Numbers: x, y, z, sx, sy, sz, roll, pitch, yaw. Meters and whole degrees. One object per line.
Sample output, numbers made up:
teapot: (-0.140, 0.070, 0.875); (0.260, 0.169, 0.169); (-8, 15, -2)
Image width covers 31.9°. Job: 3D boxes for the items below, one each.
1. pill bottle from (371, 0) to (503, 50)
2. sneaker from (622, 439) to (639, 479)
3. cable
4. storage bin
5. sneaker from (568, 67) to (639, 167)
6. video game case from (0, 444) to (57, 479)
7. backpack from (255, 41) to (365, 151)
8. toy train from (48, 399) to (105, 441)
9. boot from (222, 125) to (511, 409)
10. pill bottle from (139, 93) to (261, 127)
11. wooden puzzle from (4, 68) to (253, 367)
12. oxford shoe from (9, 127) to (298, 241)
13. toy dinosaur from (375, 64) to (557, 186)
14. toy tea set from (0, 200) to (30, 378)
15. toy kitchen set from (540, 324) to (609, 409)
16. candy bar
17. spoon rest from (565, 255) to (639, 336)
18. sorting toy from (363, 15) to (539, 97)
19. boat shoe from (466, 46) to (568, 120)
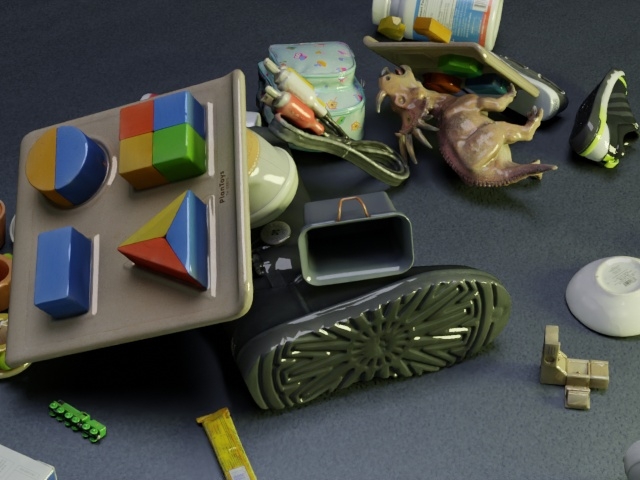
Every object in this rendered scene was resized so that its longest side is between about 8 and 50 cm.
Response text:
pill bottle: (0.210, -0.416, 2.013); (0.222, 0.124, 0.124); (12, 42, 12)
sneaker: (0.426, 0.322, 1.168); (0.152, 0.114, 0.305); (-25, 48, -30)
cable: (0.026, -0.158, 1.633); (0.287, 0.072, 0.139); (28, 30, -20)
storage bin: (0.036, -0.015, 1.358); (0.135, 0.098, 0.091); (-9, 31, -3)
sneaker: (0.469, -0.189, 1.813); (0.097, 0.084, 0.234); (33, 46, -1)
video game case: (-0.459, 0.307, 1.191); (0.244, 0.061, 0.269); (20, 44, 18)
backpack: (-0.010, -0.227, 1.772); (0.166, 0.144, 0.188); (-3, 43, -14)
toy train: (-0.291, 0.214, 1.341); (0.083, 0.017, 0.024); (26, 36, 26)
boot: (-0.002, 0.000, 1.522); (0.367, 0.146, 0.445); (-11, 38, -18)
pill bottle: (-0.186, -0.164, 1.714); (0.180, 0.108, 0.108); (5, 41, 5)
wooden puzzle: (-0.244, -0.035, 1.331); (0.348, 0.080, 0.322); (-15, 62, 22)
oxford shoe: (-0.245, -0.072, 1.484); (0.450, 0.130, 0.169); (-9, 54, 29)
toy dinosaur: (0.221, -0.149, 1.707); (0.200, 0.127, 0.295); (-20, 49, -24)
toy tea set: (-0.484, 0.040, 1.452); (0.200, 0.124, 0.336); (-10, 42, -14)
toy kitchen set: (0.316, 0.158, 1.384); (0.083, 0.075, 0.068); (4, 42, 9)
candy bar: (-0.102, 0.255, 1.299); (0.040, 0.018, 0.161); (-17, 44, -15)
spoon rest: (0.465, 0.046, 1.535); (0.276, 0.084, 0.137); (-27, 46, -12)
sorting toy: (0.181, -0.279, 1.750); (0.229, 0.041, 0.307); (12, -4, 37)
boat shoe: (0.320, -0.272, 1.891); (0.228, 0.080, 0.076); (32, 31, 34)
